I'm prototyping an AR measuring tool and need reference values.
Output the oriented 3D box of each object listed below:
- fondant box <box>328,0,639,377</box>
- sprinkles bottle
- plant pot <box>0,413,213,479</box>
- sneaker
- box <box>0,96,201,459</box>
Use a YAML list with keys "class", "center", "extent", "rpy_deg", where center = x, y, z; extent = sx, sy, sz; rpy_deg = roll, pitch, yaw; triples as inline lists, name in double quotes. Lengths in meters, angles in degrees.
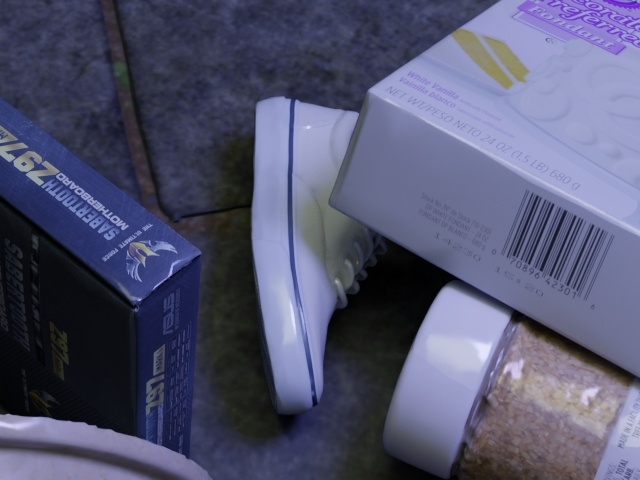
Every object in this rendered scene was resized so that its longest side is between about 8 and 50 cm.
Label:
- class: "fondant box"
  center: [0.191, -0.063, 1.189]
  extent: [0.238, 0.096, 0.330]
  rpy_deg: [29, 33, 17]
- class: "sprinkles bottle"
  center: [0.220, 0.142, 1.094]
  extent: [0.355, 0.121, 0.121]
  rpy_deg: [22, 56, 11]
- class: "plant pot"
  center: [-0.204, 0.282, 0.871]
  extent: [0.334, 0.334, 0.305]
  rpy_deg: [-4, 65, -6]
- class: "sneaker"
  center: [0.000, 0.000, 1.200]
  extent: [0.091, 0.094, 0.258]
  rpy_deg: [-2, 53, 0]
- class: "box"
  center: [-0.158, 0.041, 1.075]
  extent: [0.183, 0.232, 0.059]
  rpy_deg: [36, 57, 20]
